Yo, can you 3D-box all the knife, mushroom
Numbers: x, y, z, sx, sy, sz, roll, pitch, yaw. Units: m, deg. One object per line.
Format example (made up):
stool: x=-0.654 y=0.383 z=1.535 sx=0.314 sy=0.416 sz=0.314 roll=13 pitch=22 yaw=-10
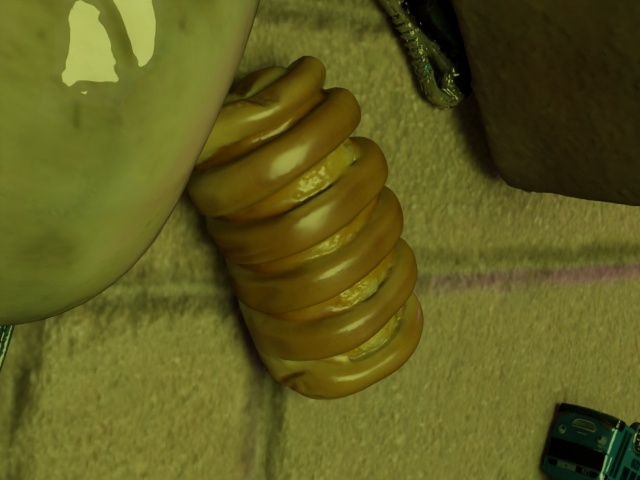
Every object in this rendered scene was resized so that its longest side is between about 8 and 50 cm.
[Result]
knife: x=0.050 y=-0.257 z=1.107 sx=0.365 sy=0.043 sz=0.089 roll=45 pitch=66 yaw=-34
mushroom: x=-0.193 y=-0.130 z=0.779 sx=0.325 sy=0.353 sz=0.353 roll=-20 pitch=109 yaw=-59

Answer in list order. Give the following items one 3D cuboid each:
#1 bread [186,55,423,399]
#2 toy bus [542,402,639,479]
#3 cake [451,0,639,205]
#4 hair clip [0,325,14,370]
bread: x=0.000 y=0.000 z=1.047 sx=0.173 sy=0.121 sz=0.311 roll=-39 pitch=120 yaw=-31
toy bus: x=0.340 y=0.262 z=1.388 sx=0.185 sy=0.090 sz=0.106 roll=33 pitch=76 yaw=-38
cake: x=0.292 y=-0.203 z=1.169 sx=0.237 sy=0.230 sz=0.308 roll=-49 pitch=131 yaw=-37
hair clip: x=-0.251 y=0.058 z=0.904 sx=0.070 sy=0.039 sz=0.229 roll=24 pitch=76 yaw=-40
